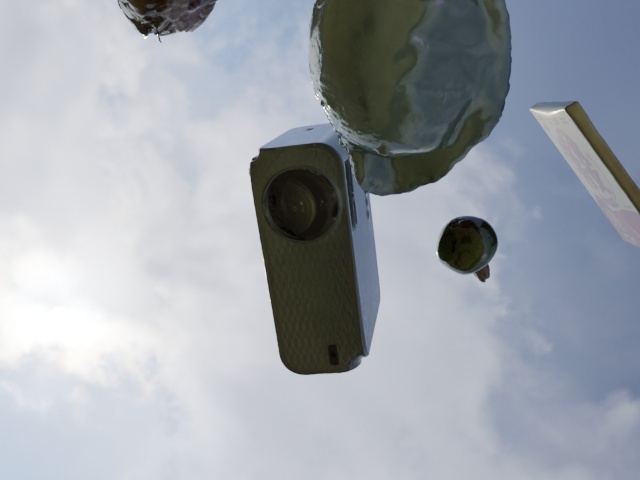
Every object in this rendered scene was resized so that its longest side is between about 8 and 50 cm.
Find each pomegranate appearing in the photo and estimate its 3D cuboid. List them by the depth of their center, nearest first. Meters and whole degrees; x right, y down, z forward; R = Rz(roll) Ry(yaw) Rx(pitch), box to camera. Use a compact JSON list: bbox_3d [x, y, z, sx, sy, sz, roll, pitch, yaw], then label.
[{"bbox_3d":[0.179,0.008,0.793,0.073,0.084,0.073,-36,-135,46],"label":"pomegranate"}]

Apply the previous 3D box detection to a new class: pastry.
[{"bbox_3d":[-0.171,-0.307,0.790,0.081,0.153,0.153,37,-67,14],"label":"pastry"}]

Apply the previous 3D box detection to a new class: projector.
[{"bbox_3d":[0.000,0.000,0.778,0.108,0.198,0.251,-4,-74,10],"label":"projector"}]

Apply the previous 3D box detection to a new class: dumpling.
[{"bbox_3d":[0.057,-0.141,0.504,0.108,0.152,0.219,28,-48,43],"label":"dumpling"}]

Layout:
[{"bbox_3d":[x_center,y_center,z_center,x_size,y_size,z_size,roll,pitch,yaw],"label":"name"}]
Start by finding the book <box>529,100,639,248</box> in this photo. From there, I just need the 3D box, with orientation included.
[{"bbox_3d":[0.352,-0.077,0.838,0.022,0.162,0.232,-38,-83,8],"label":"book"}]
